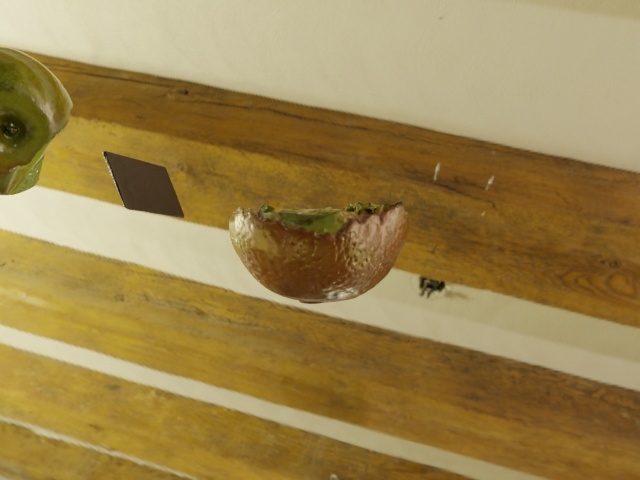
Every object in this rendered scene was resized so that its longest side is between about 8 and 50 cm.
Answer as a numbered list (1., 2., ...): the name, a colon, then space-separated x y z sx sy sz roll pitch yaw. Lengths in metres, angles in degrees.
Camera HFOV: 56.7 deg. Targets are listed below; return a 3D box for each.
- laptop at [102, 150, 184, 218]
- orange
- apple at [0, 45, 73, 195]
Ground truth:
1. laptop: -0.366 -0.111 1.238 0.016 0.197 0.135 -29 -104 18
2. orange: -0.002 0.010 1.066 0.262 0.334 0.196 15 -72 35
3. apple: -0.523 -0.191 0.969 0.226 0.246 0.246 11 -43 42
